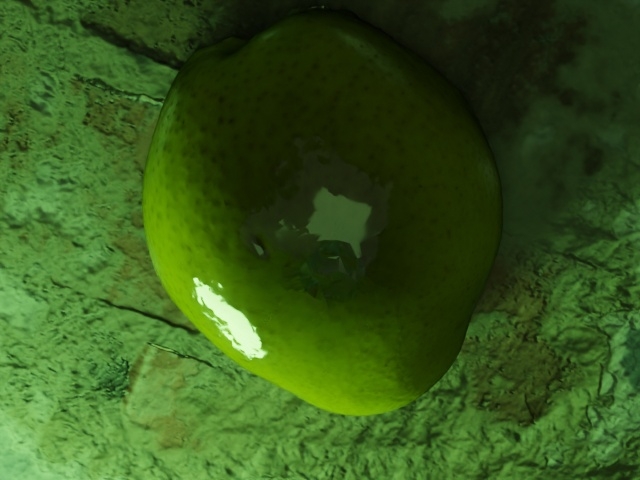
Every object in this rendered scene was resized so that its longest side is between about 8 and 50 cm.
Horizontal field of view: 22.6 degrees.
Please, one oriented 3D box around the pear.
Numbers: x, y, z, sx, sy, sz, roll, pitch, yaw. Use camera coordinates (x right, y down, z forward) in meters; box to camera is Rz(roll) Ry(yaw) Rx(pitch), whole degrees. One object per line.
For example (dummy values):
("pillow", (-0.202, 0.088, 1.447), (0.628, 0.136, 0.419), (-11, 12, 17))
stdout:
("pear", (0.000, 0.000, 1.455), (0.340, 0.191, 0.386), (-21, 111, 11))
